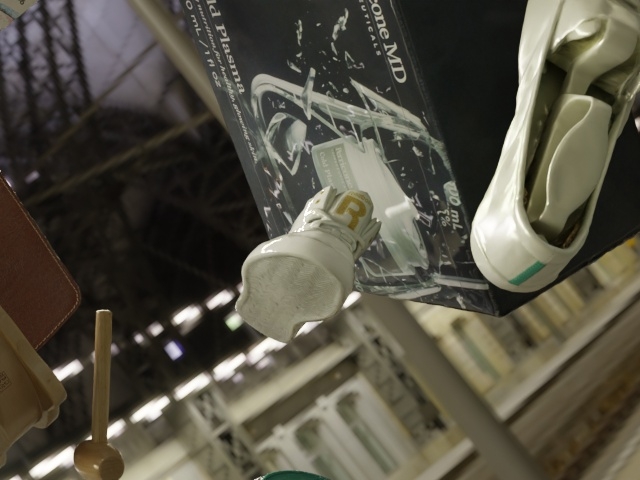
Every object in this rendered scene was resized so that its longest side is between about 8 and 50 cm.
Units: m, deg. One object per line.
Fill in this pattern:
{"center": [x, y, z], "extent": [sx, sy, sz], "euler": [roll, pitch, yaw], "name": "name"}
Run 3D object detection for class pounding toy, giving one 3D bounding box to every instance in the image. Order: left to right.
{"center": [-0.276, 0.101, 1.231], "extent": [0.155, 0.269, 0.154], "euler": [-42, 16, -27], "name": "pounding toy"}

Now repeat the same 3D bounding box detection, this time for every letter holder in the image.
{"center": [-0.461, 0.084, 1.635], "extent": [0.302, 0.214, 0.152], "euler": [-41, 19, -28], "name": "letter holder"}

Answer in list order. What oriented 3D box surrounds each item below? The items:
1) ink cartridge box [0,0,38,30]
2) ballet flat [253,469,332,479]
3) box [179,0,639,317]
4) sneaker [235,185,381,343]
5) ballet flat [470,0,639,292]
{"center": [-0.418, -0.328, 1.745], "extent": [0.198, 0.115, 0.067], "euler": [-44, 37, -17], "name": "ink cartridge box"}
{"center": [0.015, 0.206, 0.985], "extent": [0.203, 0.074, 0.074], "euler": [13, -46, -44], "name": "ballet flat"}
{"center": [0.105, -0.197, 1.744], "extent": [0.297, 0.480, 0.471], "euler": [-30, 19, -29], "name": "box"}
{"center": [0.000, 0.000, 1.472], "extent": [0.169, 0.108, 0.292], "euler": [-55, 4, -19], "name": "sneaker"}
{"center": [0.254, -0.139, 1.360], "extent": [0.139, 0.139, 0.400], "euler": [112, 177, -74], "name": "ballet flat"}
